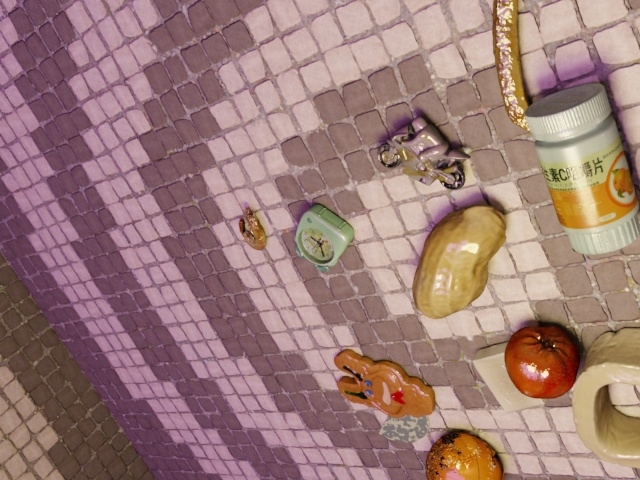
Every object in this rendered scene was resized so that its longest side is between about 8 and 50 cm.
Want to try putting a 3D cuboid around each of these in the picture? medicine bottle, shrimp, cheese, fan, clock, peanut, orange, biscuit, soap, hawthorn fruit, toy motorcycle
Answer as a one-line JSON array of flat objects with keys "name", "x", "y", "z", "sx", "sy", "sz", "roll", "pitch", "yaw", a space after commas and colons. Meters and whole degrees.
[{"name": "medicine bottle", "x": 0.532, "y": -0.137, "z": 1.413, "sx": 0.158, "sy": 0.158, "sz": 0.318, "roll": -9, "pitch": 116, "yaw": 39}, {"name": "shrimp", "x": -0.206, "y": -0.040, "z": 2.091, "sx": 0.095, "sy": 0.045, "sz": 0.162, "roll": 26, "pitch": 141, "yaw": 46}, {"name": "cheese", "x": 0.746, "y": 0.379, "z": 1.630, "sx": 0.292, "sy": 0.153, "sz": 0.332, "roll": 13, "pitch": 128, "yaw": 28}, {"name": "fan", "x": 0.265, "y": 0.581, "z": 2.211, "sx": 0.131, "sy": 0.009, "sz": 0.240, "roll": 44, "pitch": 135, "yaw": 0}, {"name": "clock", "x": -0.001, "y": 0.001, "z": 1.951, "sx": 0.148, "sy": 0.060, "sz": 0.188, "roll": 36, "pitch": 135, "yaw": 7}, {"name": "peanut", "x": 0.321, "y": 0.052, "z": 1.697, "sx": 0.174, "sy": 0.158, "sz": 0.340, "roll": 39, "pitch": 135, "yaw": 36}, {"name": "orange", "x": 0.421, "y": 0.678, "z": 2.061, "sx": 0.234, "sy": 0.182, "sz": 0.234, "roll": 9, "pitch": 115, "yaw": 20}, {"name": "biscuit", "x": 0.188, "y": 0.447, "z": 2.139, "sx": 0.334, "sy": 0.047, "sz": 0.202, "roll": 13, "pitch": 124, "yaw": 28}, {"name": "soap", "x": 0.499, "y": 0.359, "z": 1.853, "sx": 0.121, "sy": 0.064, "sz": 0.183, "roll": -27, "pitch": 104, "yaw": 41}, {"name": "hawthorn fruit", "x": 0.536, "y": 0.308, "z": 1.720, "sx": 0.179, "sy": 0.179, "sz": 0.200, "roll": 21, "pitch": 143, "yaw": 22}, {"name": "toy motorcycle", "x": 0.239, "y": -0.209, "z": 1.628, "sx": 0.225, "sy": 0.073, "sz": 0.152, "roll": 23, "pitch": 128, "yaw": 21}]

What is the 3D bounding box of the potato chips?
[{"name": "potato chips", "x": 0.380, "y": -0.409, "z": 1.398, "sx": 0.080, "sy": 0.057, "sz": 0.407, "roll": 0, "pitch": 120, "yaw": 20}]
